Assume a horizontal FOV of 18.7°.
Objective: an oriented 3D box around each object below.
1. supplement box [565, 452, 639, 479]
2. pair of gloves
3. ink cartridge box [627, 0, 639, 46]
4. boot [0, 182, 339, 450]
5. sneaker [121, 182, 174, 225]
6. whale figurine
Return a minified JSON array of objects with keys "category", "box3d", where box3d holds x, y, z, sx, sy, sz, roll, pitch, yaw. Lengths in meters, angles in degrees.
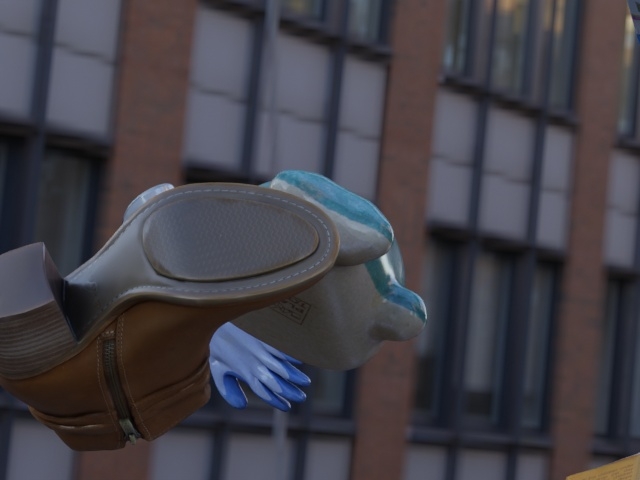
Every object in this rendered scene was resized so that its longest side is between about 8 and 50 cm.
[{"category":"supplement box","box3d":[0.222,0.265,1.472,0.080,0.078,0.233,-27,22,26]},{"category":"pair of gloves","box3d":[-0.057,0.072,1.880,0.159,0.198,0.023,35,22,9]},{"category":"ink cartridge box","box3d":[0.325,-0.220,1.748,0.089,0.052,0.122,9,-27,25]},{"category":"boot","box3d":[-0.108,0.074,1.468,0.283,0.109,0.220,-18,-37,2]},{"category":"sneaker","box3d":[-0.157,0.053,2.133,0.086,0.163,0.226,-31,-14,-18]},{"category":"whale figurine","box3d":[0.000,0.000,1.580,0.216,0.141,0.272,28,-23,3]}]
